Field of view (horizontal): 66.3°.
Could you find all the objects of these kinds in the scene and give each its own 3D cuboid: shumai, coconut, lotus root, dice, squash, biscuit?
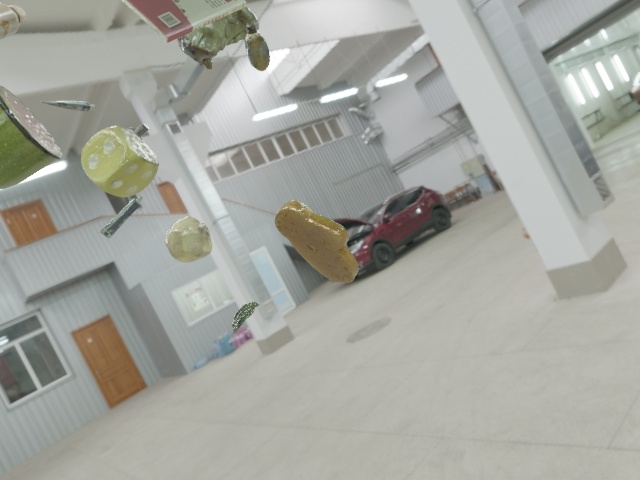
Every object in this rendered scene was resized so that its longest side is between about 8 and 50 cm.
[{"bbox_3d":[-0.526,-1.015,2.374,0.324,0.398,0.323,51,-119,-74],"label":"shumai"},{"bbox_3d":[-0.591,-0.008,2.220,0.224,0.224,0.224,-27,1,0],"label":"coconut"},{"bbox_3d":[-0.255,-0.769,1.944,0.088,0.113,0.192,-19,-40,-2],"label":"lotus root"},{"bbox_3d":[-0.652,-0.256,1.597,0.169,0.169,0.166,-41,-19,8],"label":"dice"},{"bbox_3d":[-1.132,-0.327,1.697,0.309,0.310,0.310,-35,1,-5],"label":"squash"},{"bbox_3d":[0.001,-0.001,1.615,0.057,0.344,0.287,-48,5,-28],"label":"biscuit"}]

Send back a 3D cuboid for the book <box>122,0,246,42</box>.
[{"bbox_3d":[-0.303,-0.535,1.088,0.232,0.162,0.022,-42,-8,-31],"label":"book"}]

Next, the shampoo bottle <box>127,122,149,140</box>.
[{"bbox_3d":[-0.709,-0.377,1.826,0.165,0.079,0.040,-36,-3,9],"label":"shampoo bottle"}]

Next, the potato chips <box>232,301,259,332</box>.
[{"bbox_3d":[-0.386,0.376,2.414,0.092,0.028,0.207,8,47,36],"label":"potato chips"}]

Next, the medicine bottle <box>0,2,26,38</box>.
[{"bbox_3d":[-1.182,-0.808,1.798,0.114,0.114,0.252,-27,29,21],"label":"medicine bottle"}]

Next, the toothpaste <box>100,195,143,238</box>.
[{"bbox_3d":[-0.729,-0.091,1.811,0.197,0.035,0.057,-50,-27,-11],"label":"toothpaste"}]

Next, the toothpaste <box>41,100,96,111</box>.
[{"bbox_3d":[-0.938,-0.511,1.847,0.062,0.037,0.216,5,11,21],"label":"toothpaste"}]
